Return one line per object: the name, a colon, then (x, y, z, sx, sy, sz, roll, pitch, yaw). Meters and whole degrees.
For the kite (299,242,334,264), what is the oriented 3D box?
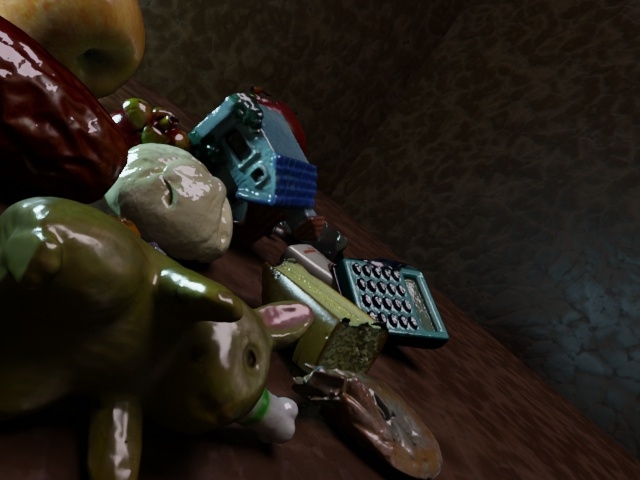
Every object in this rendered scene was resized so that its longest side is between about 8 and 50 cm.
kite: (0.014, 0.077, 1.582, 0.204, 0.022, 0.360, 32, 8, -13)

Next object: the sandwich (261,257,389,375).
sandwich: (-0.017, 0.131, 0.858, 0.122, 0.128, 0.235, 22, 8, -45)

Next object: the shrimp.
shrimp: (0.074, 0.256, 0.725, 0.317, 0.077, 0.168, 32, 12, -40)

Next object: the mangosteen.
mangosteen: (-0.364, -0.205, 1.061, 0.199, 0.200, 0.200, 35, 9, -6)

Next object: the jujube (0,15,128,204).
jujube: (-0.428, -0.176, 0.697, 0.318, 0.223, 0.223, 39, 6, -35)

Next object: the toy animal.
toy animal: (-0.123, 0.100, 0.445, 0.363, 0.181, 0.180, 31, 8, -25)

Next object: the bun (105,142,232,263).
bun: (-0.265, -0.084, 0.932, 0.259, 0.160, 0.259, 34, 11, -7)

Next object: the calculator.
calculator: (0.174, 0.145, 1.258, 0.274, 0.058, 0.248, 12, 41, -25)

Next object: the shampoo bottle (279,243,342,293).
shampoo bottle: (0.037, 0.115, 1.306, 0.284, 0.071, 0.153, 37, 11, 15)

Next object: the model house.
model house: (-0.154, -0.109, 1.195, 0.329, 0.294, 0.251, 59, 21, 10)

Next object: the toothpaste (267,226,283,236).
toothpaste: (-0.214, -0.076, 1.451, 0.248, 0.047, 0.078, 30, 6, -23)

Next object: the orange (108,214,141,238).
orange: (-0.291, -0.004, 0.727, 0.086, 0.062, 0.086, 37, 11, -8)

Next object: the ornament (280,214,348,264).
ornament: (0.000, 0.000, 1.658, 0.251, 0.106, 0.260, 42, -2, 19)

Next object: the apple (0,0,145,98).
apple: (-0.638, -0.557, 1.290, 0.346, 0.391, 0.391, 47, 12, 16)

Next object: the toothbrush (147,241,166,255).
toothbrush: (-0.221, 0.016, 0.673, 0.024, 0.029, 0.354, 45, -11, -14)

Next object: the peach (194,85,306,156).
peach: (-0.207, -0.283, 1.628, 0.310, 0.335, 0.406, 62, 4, -2)
